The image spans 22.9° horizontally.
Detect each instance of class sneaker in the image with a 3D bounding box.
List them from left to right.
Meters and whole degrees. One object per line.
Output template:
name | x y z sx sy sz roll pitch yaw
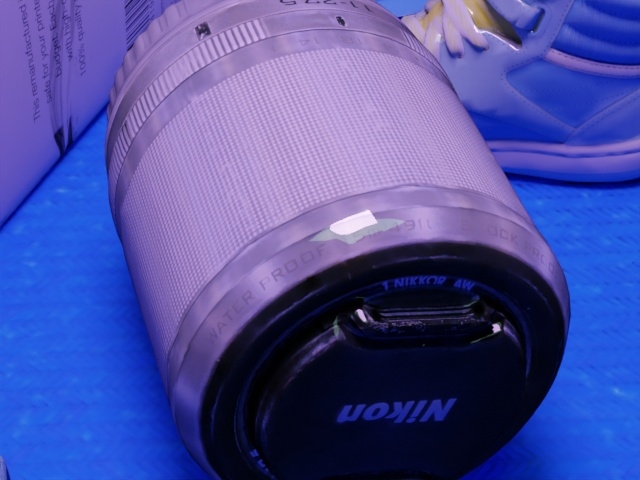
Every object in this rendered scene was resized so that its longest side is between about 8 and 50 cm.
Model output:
sneaker | 0.093 -0.150 1.079 0.319 0.208 0.127 0 43 -1

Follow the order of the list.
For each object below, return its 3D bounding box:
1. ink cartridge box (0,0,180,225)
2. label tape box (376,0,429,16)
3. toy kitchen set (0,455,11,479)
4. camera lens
ink cartridge box | -0.238 -0.206 1.072 0.166 0.285 0.395 15 43 17
label tape box | 0.019 -0.289 1.280 0.240 0.106 0.334 -15 50 -19
toy kitchen set | -0.101 0.214 0.766 0.166 0.122 0.207 -6 63 -9
camera lens | 0.000 0.000 0.901 0.219 0.219 0.274 -11 43 -13
